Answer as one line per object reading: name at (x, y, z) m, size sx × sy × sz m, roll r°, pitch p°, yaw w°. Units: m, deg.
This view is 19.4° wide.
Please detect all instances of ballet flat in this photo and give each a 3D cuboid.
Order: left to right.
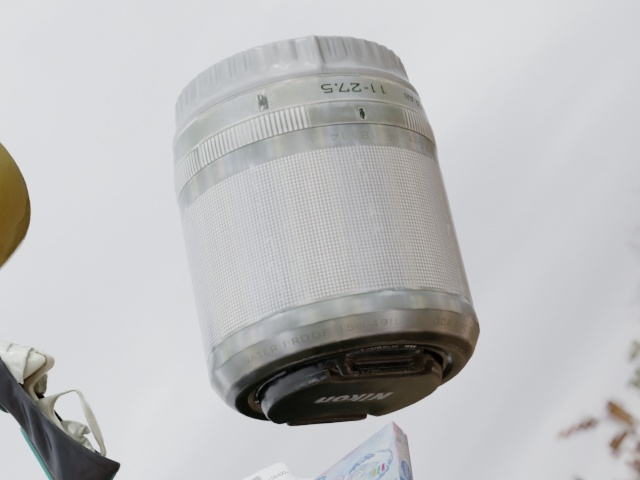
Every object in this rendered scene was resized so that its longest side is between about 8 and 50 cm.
ballet flat at (-0.244, 0.138, 1.624) m, size 0.074 × 0.203 × 0.074 m, roll -39°, pitch -8°, yaw -6°

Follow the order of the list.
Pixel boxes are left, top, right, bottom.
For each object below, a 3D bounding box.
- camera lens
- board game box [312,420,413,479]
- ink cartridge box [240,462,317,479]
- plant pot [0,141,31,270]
camera lens at (0.000, 0.000, 1.524) m, size 0.219 × 0.274 × 0.219 m, roll -10°, pitch -21°, yaw -4°
board game box at (0.025, 0.181, 1.327) m, size 0.090 × 0.020 × 0.090 m, roll -38°, pitch 22°, yaw 15°
ink cartridge box at (-0.036, 0.275, 1.647) m, size 0.092 × 0.143 × 0.090 m, roll -24°, pitch 3°, yaw -27°
plant pot at (-0.244, -0.002, 1.066) m, size 0.095 × 0.134 × 0.134 m, roll -71°, pitch 1°, yaw -50°
